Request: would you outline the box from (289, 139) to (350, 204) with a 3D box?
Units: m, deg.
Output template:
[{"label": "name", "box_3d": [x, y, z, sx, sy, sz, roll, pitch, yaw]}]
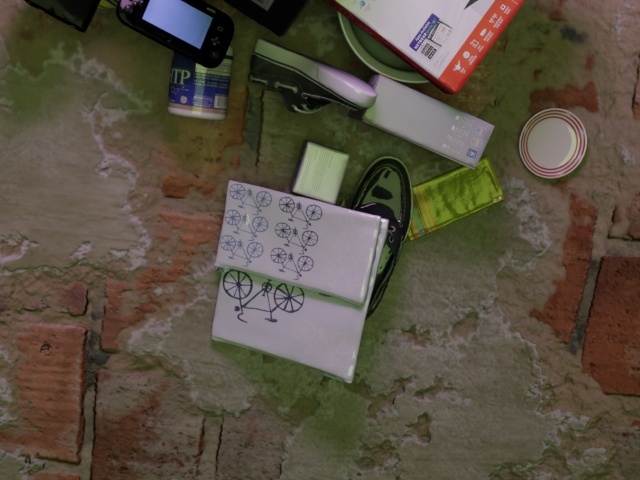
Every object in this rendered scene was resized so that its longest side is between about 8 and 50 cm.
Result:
[{"label": "box", "box_3d": [-0.002, -0.133, 1.647, 0.087, 0.102, 0.101, 16, 98, -7]}]

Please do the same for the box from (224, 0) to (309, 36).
[{"label": "box", "box_3d": [-0.024, -0.587, 1.416, 0.212, 0.293, 0.395, 32, 80, -10]}]

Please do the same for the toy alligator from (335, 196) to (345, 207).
[{"label": "toy alligator", "box_3d": [0.000, 0.000, 1.701, 0.189, 0.056, 0.051, -53, 143, 3]}]

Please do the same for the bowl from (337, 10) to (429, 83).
[{"label": "bowl", "box_3d": [0.169, -0.442, 1.591, 0.298, 0.134, 0.297, -1, 102, -6]}]

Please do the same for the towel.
[{"label": "towel", "box_3d": [0.247, -0.079, 1.727, 0.237, 0.021, 0.102, -23, 103, -2]}]

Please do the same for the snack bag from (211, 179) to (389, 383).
[{"label": "snack bag", "box_3d": [-0.058, 0.081, 1.651, 0.323, 0.037, 0.342, 15, 104, 14]}]

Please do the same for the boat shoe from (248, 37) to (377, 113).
[{"label": "boat shoe", "box_3d": [-0.024, -0.275, 1.546, 0.108, 0.301, 0.102, 2, 113, -51]}]

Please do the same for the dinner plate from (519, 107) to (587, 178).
[{"label": "dinner plate", "box_3d": [0.467, -0.196, 1.731, 0.141, 0.017, 0.141, -1, 100, -5]}]

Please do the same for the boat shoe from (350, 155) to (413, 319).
[{"label": "boat shoe", "box_3d": [0.098, 0.006, 1.667, 0.127, 0.113, 0.340, 20, 102, 3]}]

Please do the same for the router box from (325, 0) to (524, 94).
[{"label": "router box", "box_3d": [0.207, -0.474, 1.479, 0.301, 0.082, 0.335, 34, 95, -11]}]

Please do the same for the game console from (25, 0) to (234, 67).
[{"label": "game console", "box_3d": [-0.308, -0.424, 1.447, 0.361, 0.044, 0.213, 25, 87, -23]}]

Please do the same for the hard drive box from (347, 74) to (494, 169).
[{"label": "hard drive box", "box_3d": [0.183, -0.224, 1.611, 0.232, 0.181, 0.089, 21, 97, -11]}]

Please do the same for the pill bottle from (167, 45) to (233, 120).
[{"label": "pill bottle", "box_3d": [-0.219, -0.320, 1.582, 0.112, 0.112, 0.186, 6, 99, -8]}]

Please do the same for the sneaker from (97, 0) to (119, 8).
[{"label": "sneaker", "box_3d": [-0.346, -0.487, 1.531, 0.385, 0.147, 0.145, -7, 99, -24]}]
